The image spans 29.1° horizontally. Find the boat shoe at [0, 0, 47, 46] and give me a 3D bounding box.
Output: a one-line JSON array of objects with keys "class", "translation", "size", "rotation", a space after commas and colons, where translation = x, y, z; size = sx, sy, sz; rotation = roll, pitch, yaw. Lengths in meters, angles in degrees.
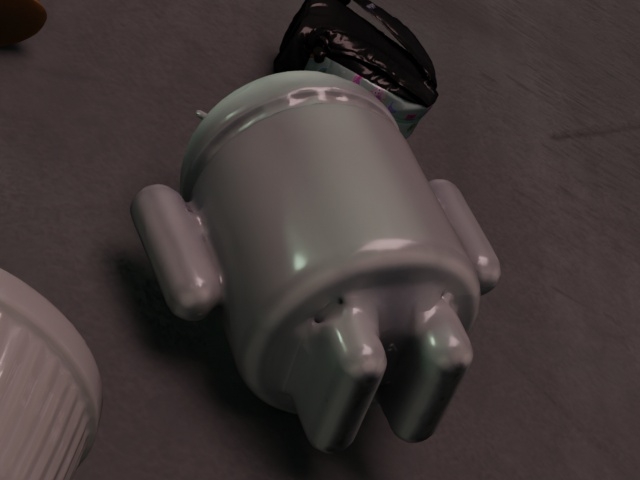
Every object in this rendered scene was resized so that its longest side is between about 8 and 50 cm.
[{"class": "boat shoe", "translation": [-0.340, -0.218, 1.078], "size": [0.207, 0.073, 0.073], "rotation": [-2, 50, -47]}]

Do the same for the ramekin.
[{"class": "ramekin", "translation": [-0.226, 0.104, 0.642], "size": [0.207, 0.207, 0.109], "rotation": [27, 41, -17]}]

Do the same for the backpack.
[{"class": "backpack", "translation": [0.042, -0.189, 1.390], "size": [0.182, 0.115, 0.152], "rotation": [31, 43, -13]}]

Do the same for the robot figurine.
[{"class": "robot figurine", "translation": [0.000, 0.000, 1.008], "size": [0.300, 0.200, 0.353], "rotation": [1, 45, -26]}]
